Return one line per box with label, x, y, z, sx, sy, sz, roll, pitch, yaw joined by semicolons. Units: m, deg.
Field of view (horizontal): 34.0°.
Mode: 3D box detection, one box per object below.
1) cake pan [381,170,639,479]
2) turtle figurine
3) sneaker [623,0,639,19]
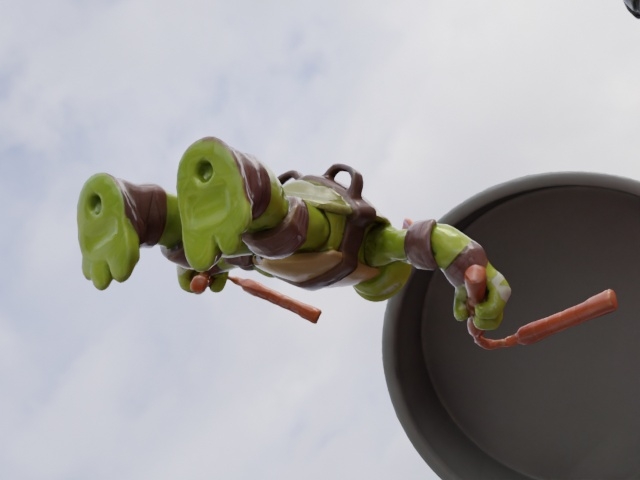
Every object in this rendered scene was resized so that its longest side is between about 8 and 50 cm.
cake pan;0.194;0.086;0.798;0.054;0.293;0.293;-39;-34;-67
turtle figurine;0.000;0.000;0.548;0.217;0.270;0.087;15;-98;-52
sneaker;0.403;-0.222;0.925;0.106;0.267;0.101;-69;-24;-14
